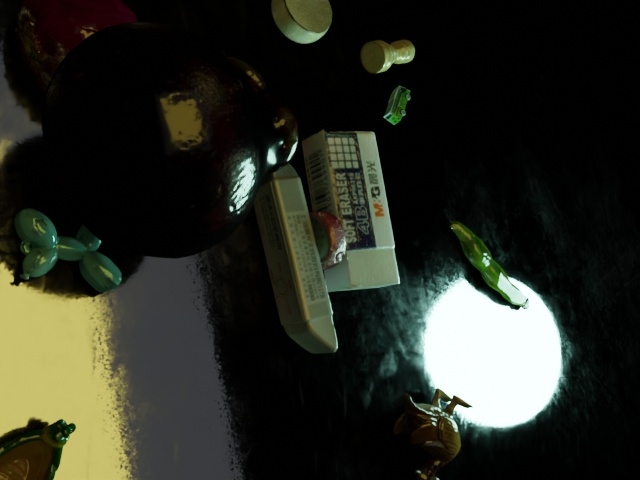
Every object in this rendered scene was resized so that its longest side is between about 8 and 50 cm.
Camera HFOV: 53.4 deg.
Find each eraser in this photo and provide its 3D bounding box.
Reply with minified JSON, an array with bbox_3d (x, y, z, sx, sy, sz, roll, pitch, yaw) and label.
[{"bbox_3d":[-0.050,0.020,1.059,0.061,0.089,0.352,-10,85,-34],"label":"eraser"},{"bbox_3d":[0.055,-0.053,1.158,0.130,0.086,0.288,-3,80,-35],"label":"eraser"}]

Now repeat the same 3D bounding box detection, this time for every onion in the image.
[{"bbox_3d":[-0.315,-0.293,0.922,0.218,0.139,0.195,-23,86,-42],"label":"onion"}]

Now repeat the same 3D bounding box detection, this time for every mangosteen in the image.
[{"bbox_3d":[-0.182,-0.119,0.802,0.313,0.297,0.297,4,75,-17],"label":"mangosteen"}]

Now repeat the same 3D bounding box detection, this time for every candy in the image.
[{"bbox_3d":[0.000,0.000,1.093,0.043,0.103,0.103,-7,83,-42],"label":"candy"}]

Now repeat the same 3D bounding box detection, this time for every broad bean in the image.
[{"bbox_3d":[0.374,0.066,1.394,0.297,0.043,0.060,47,44,-19],"label":"broad bean"}]

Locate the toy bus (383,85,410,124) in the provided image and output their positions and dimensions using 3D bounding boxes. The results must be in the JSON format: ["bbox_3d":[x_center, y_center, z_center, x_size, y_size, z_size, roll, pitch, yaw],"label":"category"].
[{"bbox_3d":[0.161,-0.284,1.332,0.037,0.031,0.083,28,63,-18],"label":"toy bus"}]

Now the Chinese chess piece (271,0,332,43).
[{"bbox_3d":[-0.036,-0.437,1.211,0.122,0.051,0.122,12,70,-35],"label":"Chinese chess piece"}]

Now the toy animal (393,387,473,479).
[{"bbox_3d":[0.192,0.356,1.165,0.188,0.089,0.179,38,74,-29],"label":"toy animal"}]

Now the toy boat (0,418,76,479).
[{"bbox_3d":[-0.379,0.306,0.742,0.089,0.088,0.230,48,55,-18],"label":"toy boat"}]

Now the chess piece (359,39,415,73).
[{"bbox_3d":[0.144,-0.391,1.328,0.122,0.066,0.066,-28,96,-43],"label":"chess piece"}]

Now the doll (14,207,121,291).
[{"bbox_3d":[-0.336,0.001,0.870,0.158,0.059,0.160,37,61,-26],"label":"doll"}]
